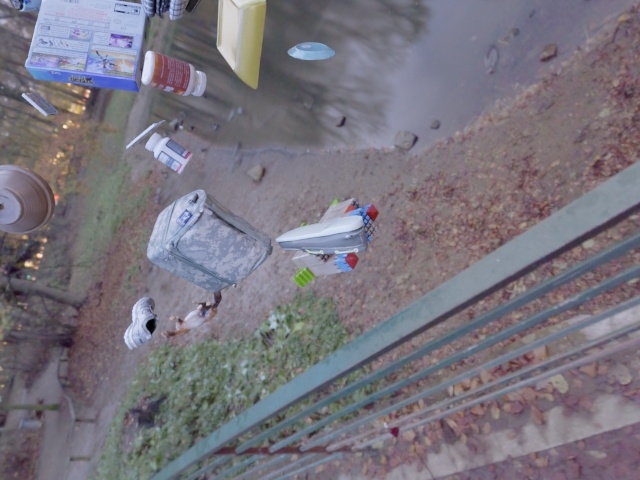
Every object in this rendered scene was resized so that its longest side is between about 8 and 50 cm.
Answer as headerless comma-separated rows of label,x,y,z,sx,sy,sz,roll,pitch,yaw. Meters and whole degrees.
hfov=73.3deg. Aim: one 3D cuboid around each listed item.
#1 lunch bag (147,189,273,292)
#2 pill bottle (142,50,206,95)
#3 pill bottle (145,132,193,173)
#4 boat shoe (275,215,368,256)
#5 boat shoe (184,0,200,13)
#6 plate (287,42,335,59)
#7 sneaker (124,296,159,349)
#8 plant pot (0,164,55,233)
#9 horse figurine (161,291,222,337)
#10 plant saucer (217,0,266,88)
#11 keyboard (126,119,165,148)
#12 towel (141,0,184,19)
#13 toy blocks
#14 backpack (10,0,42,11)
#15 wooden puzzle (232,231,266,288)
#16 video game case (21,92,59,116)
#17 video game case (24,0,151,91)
lunch bag,-0.328,-0.005,1.304,0.255,0.305,0.213,-27,43,32
pill bottle,-0.548,-0.617,1.619,0.121,0.216,0.121,-8,80,51
pill bottle,-0.659,-0.384,1.876,0.108,0.180,0.108,-48,18,22
boat shoe,-0.003,0.002,1.216,0.304,0.109,0.091,-9,109,39
boat shoe,-0.292,-0.703,1.152,0.228,0.068,0.081,-58,36,3
plate,-0.035,-0.746,1.685,0.188,0.188,0.024,-115,20,-47
sneaker,-0.731,0.343,1.824,0.281,0.115,0.105,-104,0,-55
plant pot,-1.023,-0.123,1.416,0.238,0.237,0.110,-64,15,15
horse figurine,-0.428,0.257,1.457,0.066,0.263,0.174,51,170,15
plant saucer,-0.319,-0.804,1.643,0.333,0.080,0.333,57,145,36
keyboard,-0.821,-0.496,2.018,0.255,0.014,0.072,-21,14,35
towel,-0.413,-0.728,1.052,0.235,0.121,0.284,-41,63,59
toy blocks,0.075,-0.020,1.481,0.260,0.191,0.382,-16,32,50
backpack,-0.922,-0.902,1.340,0.290,0.273,0.356,-18,83,45
wooden puzzle,-0.340,0.087,2.039,0.239,0.044,0.221,-48,20,20
video game case,-0.923,-0.450,1.422,0.011,0.087,0.122,-43,24,2
video game case,-0.616,-0.538,1.164,0.061,0.269,0.245,123,151,-71
